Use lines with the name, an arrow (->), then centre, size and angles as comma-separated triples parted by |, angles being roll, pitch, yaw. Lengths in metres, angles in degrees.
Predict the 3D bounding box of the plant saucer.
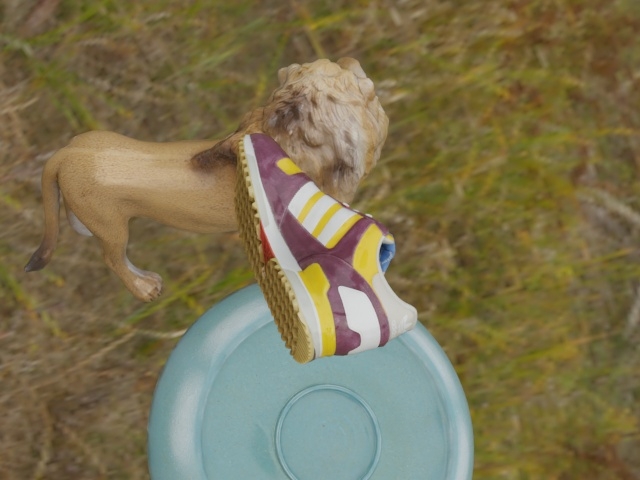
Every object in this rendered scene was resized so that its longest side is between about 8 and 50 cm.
plant saucer -> 0.002, 0.183, 1.528 | 0.318, 0.044, 0.317 | 4, 78, -18

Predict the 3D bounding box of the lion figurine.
lion figurine -> -0.123, -0.053, 1.571 | 0.240, 0.392, 0.142 | 71, 12, -56

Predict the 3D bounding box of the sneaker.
sneaker -> 0.000, 0.000, 1.070 | 0.084, 0.069, 0.185 | -9, 50, -14
